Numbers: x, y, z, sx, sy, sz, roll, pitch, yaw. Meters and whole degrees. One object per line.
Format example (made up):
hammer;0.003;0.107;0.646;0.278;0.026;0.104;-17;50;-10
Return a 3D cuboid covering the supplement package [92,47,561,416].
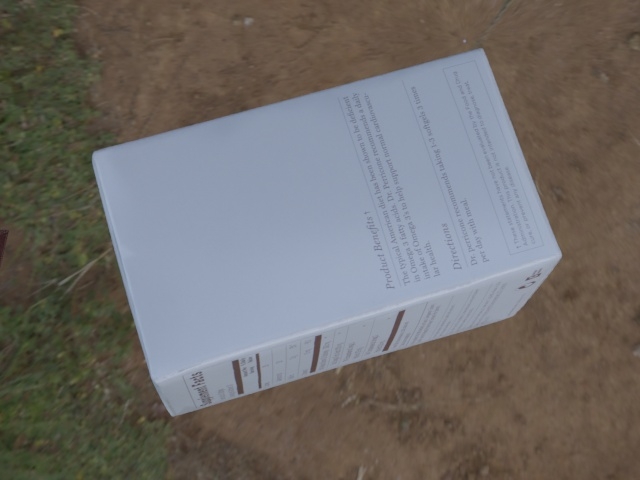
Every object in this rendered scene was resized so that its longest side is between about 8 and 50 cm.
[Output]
supplement package;0.000;0.000;0.546;0.179;0.105;0.105;-15;75;-6

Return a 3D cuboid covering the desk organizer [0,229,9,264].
desk organizer;-0.211;0.021;0.559;0.130;0.050;0.047;-1;101;20
